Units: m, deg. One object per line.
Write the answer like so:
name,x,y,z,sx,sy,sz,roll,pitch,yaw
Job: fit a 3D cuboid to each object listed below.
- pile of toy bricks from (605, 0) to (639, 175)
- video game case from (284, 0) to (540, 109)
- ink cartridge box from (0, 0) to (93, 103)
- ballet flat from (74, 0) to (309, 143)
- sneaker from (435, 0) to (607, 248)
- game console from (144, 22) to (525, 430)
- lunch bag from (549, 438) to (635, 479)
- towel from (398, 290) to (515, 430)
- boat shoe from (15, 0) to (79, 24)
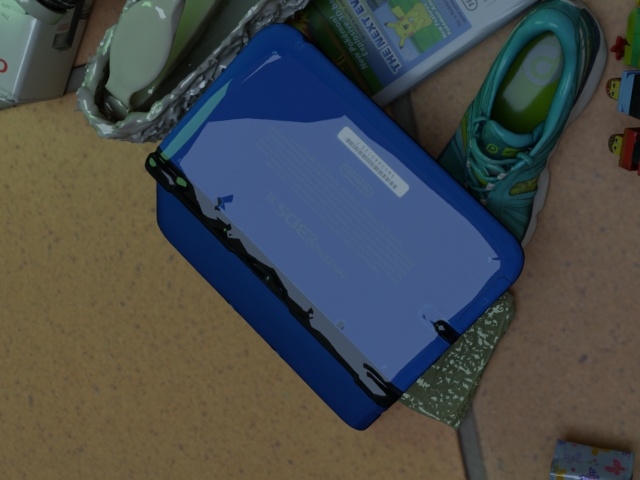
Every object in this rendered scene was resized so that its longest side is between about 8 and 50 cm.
pile of toy bricks,0.269,-0.151,0.801,0.118,0.105,0.212,-5,112,-22
video game case,0.038,-0.300,0.884,0.300,0.036,0.329,-32,90,24
ink cartridge box,-0.301,-0.261,0.988,0.158,0.092,0.218,28,108,13
ballet flat,-0.073,-0.228,0.848,0.147,0.147,0.409,43,116,7
sneaker,0.144,-0.072,0.852,0.107,0.110,0.275,25,109,14
game console,0.000,0.000,0.912,0.293,0.173,0.250,45,101,8
lunch bag,0.238,0.221,0.911,0.071,0.053,0.083,7,129,19
towel,0.107,0.092,0.947,0.110,0.027,0.148,27,110,14
boat shoe,-0.276,-0.297,0.883,0.069,0.081,0.228,-35,95,19
